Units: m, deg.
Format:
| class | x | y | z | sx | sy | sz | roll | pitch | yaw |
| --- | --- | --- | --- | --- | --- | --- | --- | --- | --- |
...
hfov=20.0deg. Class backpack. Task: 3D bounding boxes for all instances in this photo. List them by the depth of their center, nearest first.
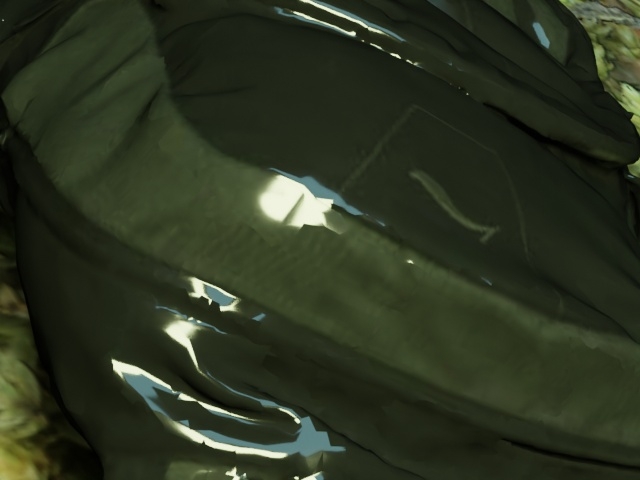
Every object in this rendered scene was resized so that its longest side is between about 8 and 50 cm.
| class | x | y | z | sx | sy | sz | roll | pitch | yaw |
| --- | --- | --- | --- | --- | --- | --- | --- | --- | --- |
| backpack | 0.000 | 0.000 | 0.801 | 0.363 | 0.255 | 0.446 | 22 | 20 | -14 |
